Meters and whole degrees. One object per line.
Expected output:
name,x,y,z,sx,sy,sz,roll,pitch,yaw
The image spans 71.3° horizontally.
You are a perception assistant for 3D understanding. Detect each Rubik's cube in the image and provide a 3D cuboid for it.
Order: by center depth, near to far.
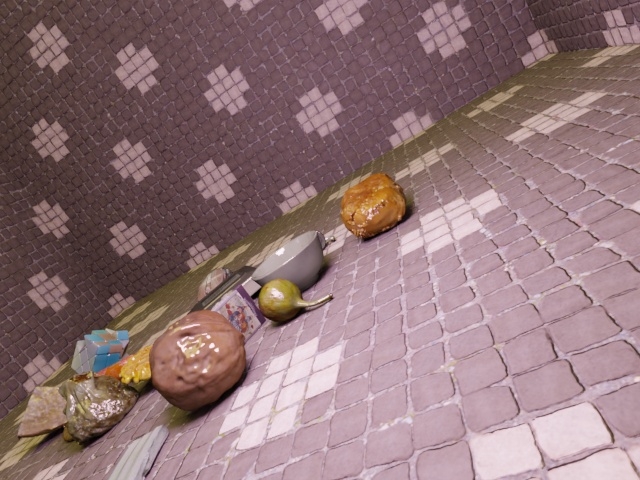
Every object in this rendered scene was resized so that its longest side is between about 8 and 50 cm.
Rubik's cube,-0.992,0.543,2.064,0.224,0.266,0.212,19,4,34

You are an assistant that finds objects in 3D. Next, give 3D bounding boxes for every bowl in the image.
bowl,-0.094,0.104,1.623,0.289,0.146,0.289,-33,13,9

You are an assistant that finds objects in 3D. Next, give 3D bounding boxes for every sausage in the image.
sausage,-0.832,0.549,1.873,0.312,0.093,0.093,-29,13,27

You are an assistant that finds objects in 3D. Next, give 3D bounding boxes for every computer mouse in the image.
computer mouse,-0.561,0.233,2.349,0.199,0.115,0.389,-34,12,10

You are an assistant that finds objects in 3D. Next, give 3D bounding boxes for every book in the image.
book,-0.290,0.273,1.452,0.026,0.158,0.231,-18,21,45

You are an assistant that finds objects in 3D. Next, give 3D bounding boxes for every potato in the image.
potato,-1.071,0.721,1.859,0.263,0.211,0.190,1,-33,-7

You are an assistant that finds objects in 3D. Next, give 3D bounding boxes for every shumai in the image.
shumai,-0.783,0.545,1.547,0.189,0.218,0.256,-34,9,20

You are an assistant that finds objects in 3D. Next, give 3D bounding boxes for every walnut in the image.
walnut,-0.337,0.323,1.239,0.273,0.227,0.273,-27,10,5

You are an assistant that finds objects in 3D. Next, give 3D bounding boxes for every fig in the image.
fig,-0.076,0.191,1.401,0.245,0.149,0.149,-1,29,31

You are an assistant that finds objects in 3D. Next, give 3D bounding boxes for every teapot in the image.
teapot,-0.004,0.008,1.941,0.091,0.124,0.092,-17,-56,-82

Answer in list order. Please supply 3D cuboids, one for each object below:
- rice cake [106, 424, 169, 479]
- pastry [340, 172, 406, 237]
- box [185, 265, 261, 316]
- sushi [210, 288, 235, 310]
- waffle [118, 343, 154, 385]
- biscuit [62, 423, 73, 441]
rice cake,-0.459,0.556,1.090,0.127,0.043,0.237,-30,14,8
pastry,0.205,-0.124,1.695,0.254,0.162,0.311,-17,28,20
box,-0.423,0.250,1.958,0.367,0.091,0.373,-40,13,-17
sushi,-0.323,0.280,1.574,0.124,0.127,0.225,-24,24,33
waffle,-0.595,0.434,1.665,0.328,0.062,0.329,-16,12,3
biscuit,-0.890,0.668,1.703,0.219,0.033,0.220,-27,22,12
